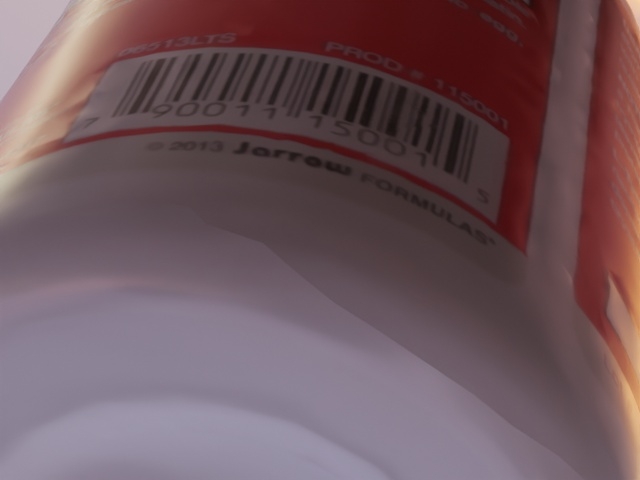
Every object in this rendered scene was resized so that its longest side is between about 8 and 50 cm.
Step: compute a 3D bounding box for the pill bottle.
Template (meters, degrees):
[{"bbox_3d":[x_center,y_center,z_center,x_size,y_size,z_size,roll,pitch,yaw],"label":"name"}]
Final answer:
[{"bbox_3d":[0.000,0.000,0.665,0.229,0.229,0.407,28,-150,-6],"label":"pill bottle"}]
